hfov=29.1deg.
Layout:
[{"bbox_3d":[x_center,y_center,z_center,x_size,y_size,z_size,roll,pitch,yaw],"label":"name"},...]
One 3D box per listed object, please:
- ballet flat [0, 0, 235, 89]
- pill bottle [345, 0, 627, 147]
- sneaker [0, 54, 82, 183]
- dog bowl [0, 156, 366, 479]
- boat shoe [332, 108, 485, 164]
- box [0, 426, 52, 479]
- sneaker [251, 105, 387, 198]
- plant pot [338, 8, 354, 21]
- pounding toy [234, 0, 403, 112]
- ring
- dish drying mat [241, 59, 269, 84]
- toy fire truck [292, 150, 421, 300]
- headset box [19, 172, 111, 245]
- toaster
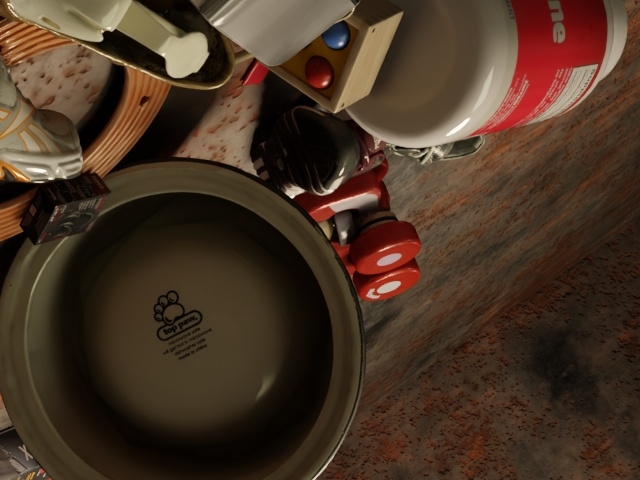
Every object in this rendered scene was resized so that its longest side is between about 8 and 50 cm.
[{"bbox_3d":[-0.169,-0.188,0.960,0.116,0.124,0.342,-54,153,6],"label":"ballet flat"},{"bbox_3d":[0.207,-0.246,1.473,0.408,0.229,0.229,-17,151,-51],"label":"pill bottle"},{"bbox_3d":[-0.263,-0.105,0.984,0.262,0.099,0.121,-35,128,-75],"label":"sneaker"},{"bbox_3d":[-0.146,0.110,1.384,0.408,0.408,0.150,-43,179,8],"label":"dog bowl"},{"bbox_3d":[0.142,-0.168,1.705,0.121,0.119,0.335,-50,160,28],"label":"boat shoe"},{"bbox_3d":[-0.463,0.382,1.861,0.242,0.076,0.307,-20,153,-47],"label":"box"},{"bbox_3d":[0.027,-0.120,1.486,0.162,0.106,0.281,-20,-176,-20],"label":"sneaker"},{"bbox_3d":[-0.024,-0.266,1.173,0.109,0.096,0.109,-30,159,-33],"label":"plant pot"},{"bbox_3d":[-0.014,-0.211,1.296,0.100,0.141,0.130,-35,155,-49],"label":"pounding toy"},{"bbox_3d":[-0.277,-0.109,1.145,0.336,0.032,0.336,-36,163,-13],"label":"ring"},{"bbox_3d":[-0.059,-0.208,1.386,0.032,0.008,0.083,-16,151,-50],"label":"dish drying mat"},{"bbox_3d":[0.000,0.000,1.789,0.254,0.169,0.302,-20,159,-3],"label":"toy fire truck"},{"bbox_3d":[-0.258,-0.033,1.262,0.083,0.032,0.062,-17,152,-49],"label":"headset box"},{"bbox_3d":[-0.069,-0.248,1.010,0.110,0.168,0.186,-42,163,9],"label":"toaster"}]
